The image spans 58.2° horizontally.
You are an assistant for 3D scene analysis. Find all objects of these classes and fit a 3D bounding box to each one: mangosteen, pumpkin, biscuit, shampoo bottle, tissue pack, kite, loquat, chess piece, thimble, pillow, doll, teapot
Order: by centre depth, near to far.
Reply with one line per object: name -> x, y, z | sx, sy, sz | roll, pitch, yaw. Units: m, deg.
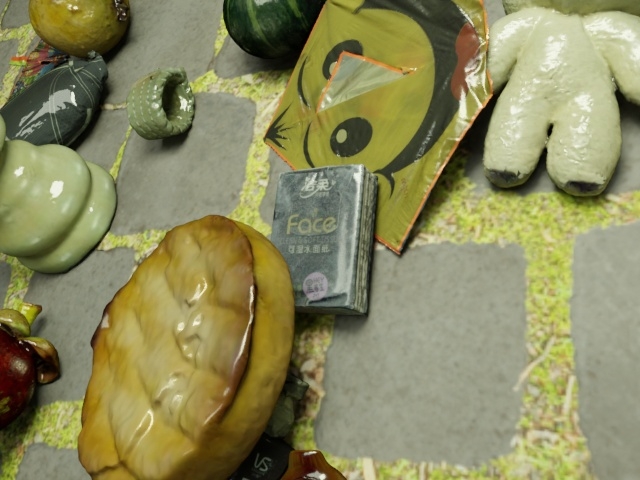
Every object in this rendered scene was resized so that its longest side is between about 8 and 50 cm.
teapot -> -0.012, 0.250, 0.498 | 0.098, 0.078, 0.129 | -7, 63, 23
shampoo bottle -> -0.071, 0.224, 0.555 | 0.063, 0.057, 0.208 | 6, 64, 60
doll -> 0.243, -0.183, 0.581 | 0.175, 0.149, 0.278 | 14, 89, -2
biscuit -> -0.136, 0.117, 0.590 | 0.296, 0.102, 0.297 | -28, 47, 35
tissue pack -> 0.000, 0.000, 0.623 | 0.112, 0.051, 0.157 | -2, 74, 30
kite -> 0.045, -0.165, 0.666 | 0.327, 0.013, 0.378 | -12, 77, 39
mangosteen -> -0.420, 0.160, 0.718 | 0.146, 0.155, 0.181 | -50, 13, 16
chess piece -> -0.443, -0.100, 0.736 | 0.182, 0.330, 0.183 | -12, 60, 22
pumpkin -> -0.054, -0.319, 0.777 | 0.167, 0.125, 0.167 | -8, 46, 8
thimble -> -0.228, -0.199, 0.826 | 0.062, 0.084, 0.110 | -7, 65, 24
pillow -> -0.476, -0.184, 0.940 | 0.335, 0.092, 0.162 | -38, 51, 4
loquat -> -0.412, -0.393, 0.978 | 0.204, 0.149, 0.172 | -6, 61, 34
kite -> -0.548, -0.338, 1.101 | 0.183, 0.014, 0.241 | 11, 72, 31
